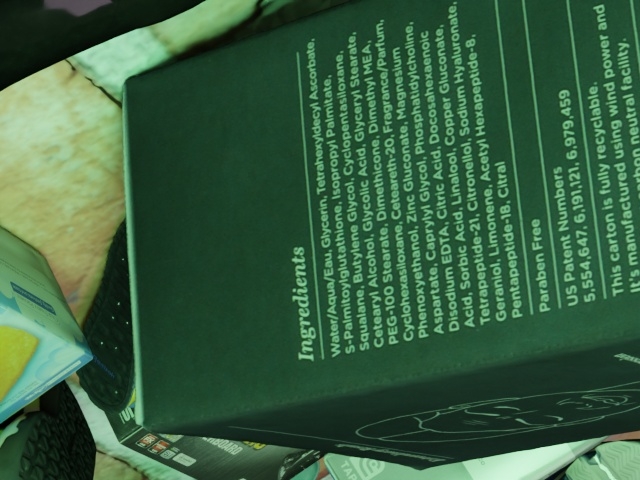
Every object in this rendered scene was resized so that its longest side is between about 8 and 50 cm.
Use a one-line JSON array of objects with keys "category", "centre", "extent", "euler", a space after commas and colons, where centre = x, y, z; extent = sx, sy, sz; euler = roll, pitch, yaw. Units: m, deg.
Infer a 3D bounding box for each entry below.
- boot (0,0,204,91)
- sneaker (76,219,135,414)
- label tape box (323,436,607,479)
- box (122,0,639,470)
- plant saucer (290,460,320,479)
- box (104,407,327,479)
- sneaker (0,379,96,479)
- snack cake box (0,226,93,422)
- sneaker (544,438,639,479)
[{"category": "boot", "centre": [-0.180, -0.069, 0.813], "extent": [0.348, 0.131, 0.260], "euler": [-14, 142, -8]}, {"category": "sneaker", "centre": [-0.095, 0.030, 1.132], "extent": [0.082, 0.069, 0.209], "euler": [-25, 154, -42]}, {"category": "label tape box", "centre": [0.185, 0.131, 1.419], "extent": [0.348, 0.115, 0.249], "euler": [-31, 170, 2]}, {"category": "box", "centre": [0.134, -0.010, 0.966], "extent": [0.395, 0.212, 0.293], "euler": [-15, 162, 32]}, {"category": "plant saucer", "centre": [-0.058, 0.210, 1.486], "extent": [0.119, 0.021, 0.119], "euler": [-23, 150, -14]}, {"category": "box", "centre": [-0.037, 0.110, 1.311], "extent": [0.183, 0.056, 0.231], "euler": [-34, 151, 8]}, {"category": "sneaker", "centre": [-0.203, 0.156, 1.118], "extent": [0.097, 0.084, 0.234], "euler": [-24, -175, 0]}, {"category": "snack cake box", "centre": [-0.288, 0.087, 1.012], "extent": [0.264, 0.089, 0.152], "euler": [-35, 152, 8]}, {"category": "sneaker", "centre": [0.218, 0.282, 1.586], "extent": [0.315, 0.127, 0.182], "euler": [-39, 169, 21]}]
